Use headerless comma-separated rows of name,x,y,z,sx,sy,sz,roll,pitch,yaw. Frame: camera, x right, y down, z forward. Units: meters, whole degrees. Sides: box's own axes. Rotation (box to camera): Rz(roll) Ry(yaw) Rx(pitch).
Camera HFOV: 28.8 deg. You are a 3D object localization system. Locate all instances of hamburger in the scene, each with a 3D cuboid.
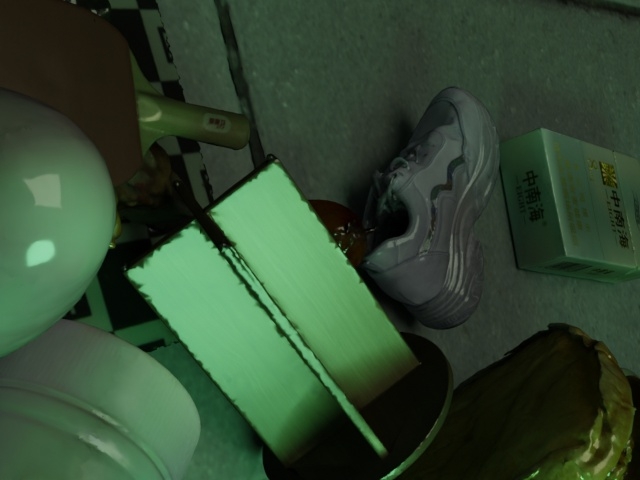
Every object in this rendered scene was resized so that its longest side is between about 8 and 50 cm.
hamburger,0.149,0.205,0.994,0.144,0.283,0.259,50,24,-16

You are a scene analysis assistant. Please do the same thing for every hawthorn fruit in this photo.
hawthorn fruit,0.000,0.000,1.042,0.081,0.093,0.081,27,54,-44

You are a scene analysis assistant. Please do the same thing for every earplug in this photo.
earplug,-0.197,-0.004,0.600,0.172,0.301,0.172,8,77,-38

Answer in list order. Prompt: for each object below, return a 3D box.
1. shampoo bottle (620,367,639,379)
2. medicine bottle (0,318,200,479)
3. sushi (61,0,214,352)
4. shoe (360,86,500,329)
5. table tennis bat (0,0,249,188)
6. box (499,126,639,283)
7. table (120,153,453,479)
shampoo bottle,0.238,0.175,1.152,0.118,0.234,0.087,48,43,-28
medicine bottle,-0.177,0.182,0.695,0.152,0.152,0.254,49,43,-27
sushi,-0.186,-0.089,0.873,0.343,0.064,0.359,-13,85,-53
shoe,0.096,-0.048,1.185,0.137,0.095,0.245,32,59,-44
table tennis bat,-0.149,-0.094,0.855,0.246,0.022,0.138,9,68,-43
box,0.309,-0.036,1.468,0.243,0.067,0.155,7,72,-50
table,-0.028,0.059,0.907,0.227,0.167,0.167,54,40,-29
